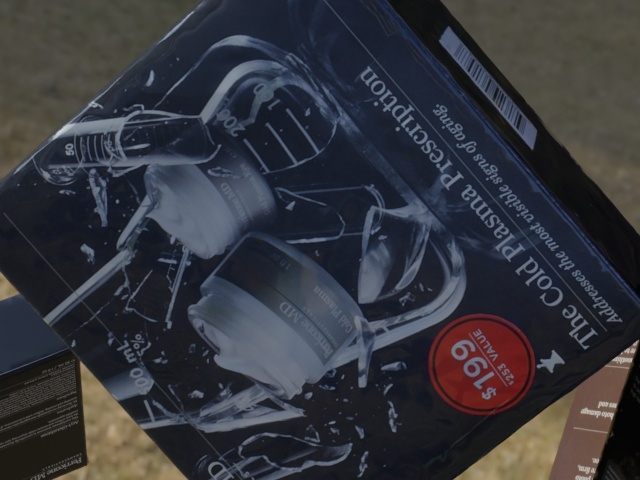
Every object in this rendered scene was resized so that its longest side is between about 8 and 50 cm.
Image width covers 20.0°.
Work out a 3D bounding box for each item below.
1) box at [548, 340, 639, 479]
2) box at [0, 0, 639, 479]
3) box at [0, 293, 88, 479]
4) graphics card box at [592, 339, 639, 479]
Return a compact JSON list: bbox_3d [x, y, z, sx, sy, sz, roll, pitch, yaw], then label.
[{"bbox_3d":[0.318,0.253,1.697,0.143,0.381,0.191,28,-14,-31],"label":"box"},{"bbox_3d":[0.000,0.000,1.222,0.343,0.312,0.179,48,17,-5],"label":"box"},{"bbox_3d":[-0.367,0.179,1.768,0.261,0.184,0.103,-20,46,-24],"label":"box"},{"bbox_3d":[0.290,0.135,1.160,0.094,0.371,0.233,0,29,-26],"label":"graphics card box"}]
